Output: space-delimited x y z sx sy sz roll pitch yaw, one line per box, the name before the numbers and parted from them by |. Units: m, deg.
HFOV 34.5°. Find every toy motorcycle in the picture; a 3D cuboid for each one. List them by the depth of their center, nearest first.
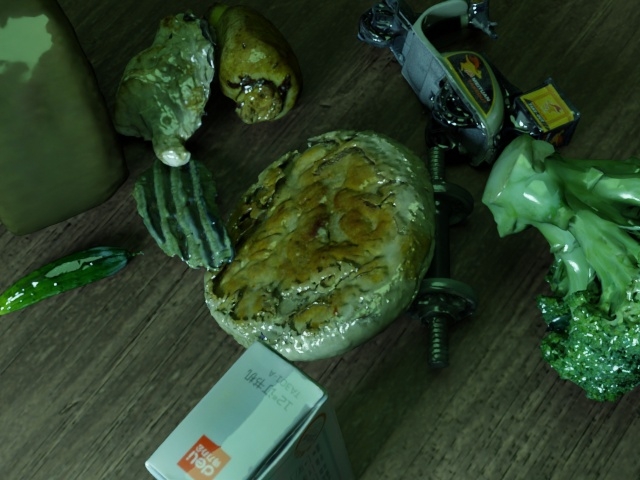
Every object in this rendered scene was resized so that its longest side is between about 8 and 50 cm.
toy motorcycle | 0.156 -0.194 1.165 0.157 0.091 0.263 -23 64 -16

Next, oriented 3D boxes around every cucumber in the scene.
cucumber | -0.273 0.036 1.106 0.168 0.039 0.039 -22 62 -5

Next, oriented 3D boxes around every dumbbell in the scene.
dumbbell | 0.120 0.012 1.058 0.082 0.081 0.253 0 61 6

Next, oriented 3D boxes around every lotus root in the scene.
lotus root | -0.081 -0.219 1.190 0.095 0.108 0.190 -20 52 -1

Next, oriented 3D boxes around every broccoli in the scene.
broccoli | 0.275 0.005 0.943 0.270 0.270 0.270 35 68 -6

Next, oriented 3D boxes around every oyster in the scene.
oyster | -0.174 -0.170 1.157 0.163 0.081 0.191 -42 58 27

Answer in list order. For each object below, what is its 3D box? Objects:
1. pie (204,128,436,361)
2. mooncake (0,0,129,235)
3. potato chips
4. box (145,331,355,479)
pie | 0.000 0.000 1.048 0.274 0.055 0.274 -17 51 22
mooncake | -0.314 -0.155 1.079 0.156 0.284 0.284 -25 62 -14
potato chips | -0.149 -0.030 1.111 0.092 0.028 0.207 -23 46 -3
box | -0.046 0.194 0.868 0.079 0.269 0.135 35 72 22
